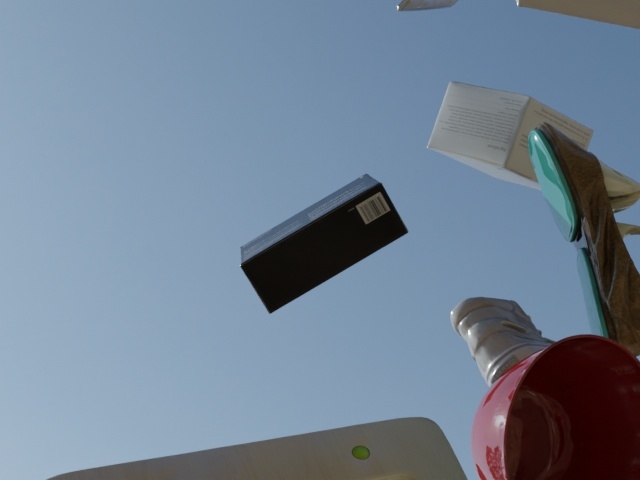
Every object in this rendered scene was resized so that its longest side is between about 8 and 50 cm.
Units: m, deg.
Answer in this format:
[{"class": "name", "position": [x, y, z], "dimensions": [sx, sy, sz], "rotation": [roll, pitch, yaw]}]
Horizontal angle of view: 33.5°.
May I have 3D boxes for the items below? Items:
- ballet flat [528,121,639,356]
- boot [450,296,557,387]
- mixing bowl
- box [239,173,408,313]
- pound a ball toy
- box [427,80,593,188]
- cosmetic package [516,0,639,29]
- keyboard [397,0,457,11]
[{"class": "ballet flat", "position": [0.381, -0.011, 1.405], "dimensions": [0.124, 0.343, 0.116], "rotation": [-13, -25, -2]}, {"class": "boot", "position": [0.252, 0.125, 1.198], "dimensions": [0.258, 0.123, 0.095], "rotation": [22, -63, -46]}, {"class": "mixing bowl", "position": [0.194, 0.170, 0.895], "dimensions": [0.181, 0.182, 0.098], "rotation": [15, -13, -29]}, {"class": "box", "position": [0.000, 0.000, 1.770], "dimensions": [0.261, 0.184, 0.103], "rotation": [-30, -78, 1]}, {"class": "pound a ball toy", "position": [-0.022, 0.246, 0.714], "dimensions": [0.319, 0.136, 0.208], "rotation": [-5, -47, -19]}, {"class": "box", "position": [0.305, -0.163, 1.710], "dimensions": [0.181, 0.119, 0.182], "rotation": [18, 2, -41]}, {"class": "cosmetic package", "position": [0.434, -0.349, 1.331], "dimensions": [0.365, 0.197, 0.155], "rotation": [11, -66, 3]}, {"class": "keyboard", "position": [0.124, -0.243, 0.994], "dimensions": [0.014, 0.256, 0.072], "rotation": [42, -69, 5]}]
